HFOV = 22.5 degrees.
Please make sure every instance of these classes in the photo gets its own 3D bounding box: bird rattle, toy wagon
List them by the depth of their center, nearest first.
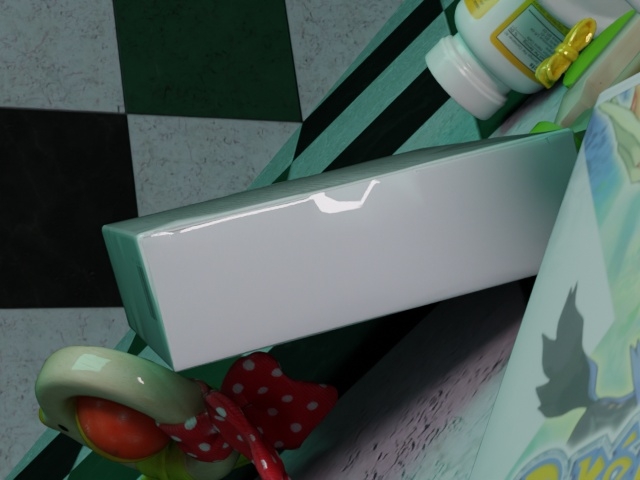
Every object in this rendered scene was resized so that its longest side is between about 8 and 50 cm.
[{"bbox_3d":[0.255,-0.145,1.130,0.267,0.068,0.344,-48,8,-12],"label":"toy wagon"},{"bbox_3d":[-0.118,0.145,1.207,0.253,0.207,0.143,132,161,-71],"label":"bird rattle"}]

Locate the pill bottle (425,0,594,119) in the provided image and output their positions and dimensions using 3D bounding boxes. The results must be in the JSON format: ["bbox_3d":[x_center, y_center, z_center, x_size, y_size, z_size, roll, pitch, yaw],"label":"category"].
[{"bbox_3d":[0.202,-0.213,1.514,0.208,0.117,0.117,-44,9,20],"label":"pill bottle"}]

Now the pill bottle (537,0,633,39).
[{"bbox_3d":[0.291,-0.306,1.365,0.278,0.162,0.162,-53,11,-34],"label":"pill bottle"}]

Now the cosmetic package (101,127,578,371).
[{"bbox_3d":[0.000,0.000,1.166,0.284,0.097,0.377,-16,4,-10],"label":"cosmetic package"}]

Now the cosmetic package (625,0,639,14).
[{"bbox_3d":[0.278,-0.250,0.737,0.365,0.197,0.155,-45,7,34],"label":"cosmetic package"}]

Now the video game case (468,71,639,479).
[{"bbox_3d":[0.164,0.028,0.619,0.329,0.036,0.300,-29,37,64],"label":"video game case"}]
